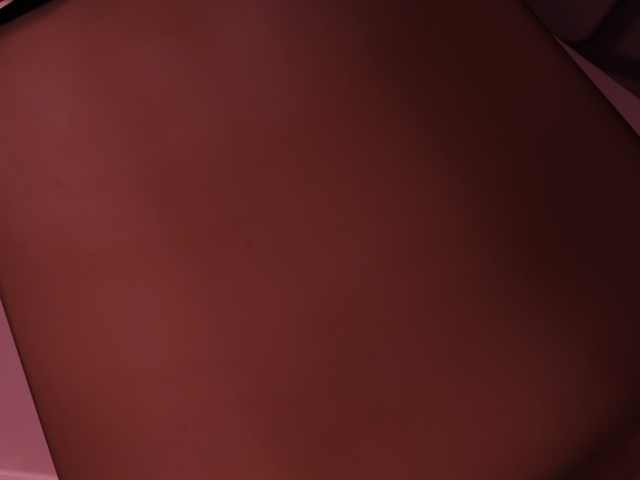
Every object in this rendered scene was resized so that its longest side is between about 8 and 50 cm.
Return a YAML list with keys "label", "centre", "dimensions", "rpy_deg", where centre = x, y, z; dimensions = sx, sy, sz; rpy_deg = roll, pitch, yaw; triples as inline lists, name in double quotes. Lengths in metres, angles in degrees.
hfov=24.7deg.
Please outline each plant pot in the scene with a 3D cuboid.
- label: "plant pot"
  centre: [0.000, 0.000, 0.593]
  dimensions: [0.323, 0.323, 0.280]
  rpy_deg: [-12, 112, 44]

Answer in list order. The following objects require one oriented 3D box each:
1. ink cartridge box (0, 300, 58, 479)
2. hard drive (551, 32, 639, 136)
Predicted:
- label: "ink cartridge box"
  centre: [-0.205, 0.138, 1.201]
  dimensions: [0.198, 0.197, 0.270]
  rpy_deg: [3, 154, 21]
- label: "hard drive"
  centre: [0.116, -0.008, 0.792]
  dimensions: [0.353, 0.047, 0.233]
  rpy_deg: [34, 151, -12]
